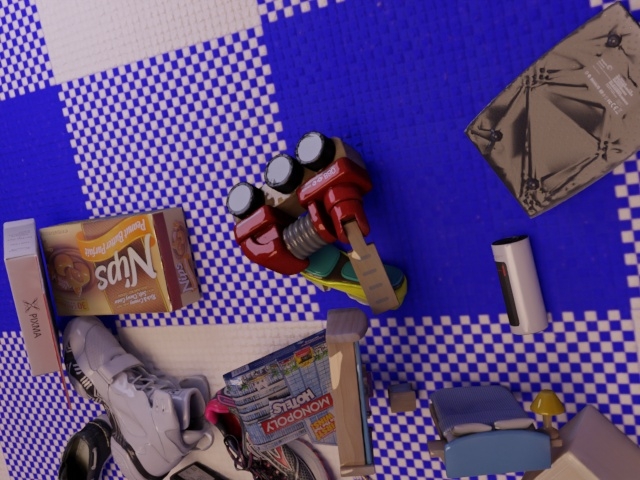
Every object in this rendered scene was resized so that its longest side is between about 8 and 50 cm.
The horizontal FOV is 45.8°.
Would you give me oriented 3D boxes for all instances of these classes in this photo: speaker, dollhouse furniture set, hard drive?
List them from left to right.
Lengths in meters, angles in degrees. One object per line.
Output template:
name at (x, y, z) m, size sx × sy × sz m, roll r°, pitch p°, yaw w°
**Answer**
dollhouse furniture set at (0.170, 0.188, 1.103) m, size 0.303 × 0.286 × 0.198 m, roll -5°, pitch 100°, yaw 3°
speaker at (0.285, 0.062, 1.081) m, size 0.055 × 0.055 × 0.136 m, roll -10°, pitch 99°, yaw 32°
hard drive at (0.333, -0.164, 0.988) m, size 0.254 × 0.054 × 0.172 m, roll -41°, pitch 81°, yaw 32°

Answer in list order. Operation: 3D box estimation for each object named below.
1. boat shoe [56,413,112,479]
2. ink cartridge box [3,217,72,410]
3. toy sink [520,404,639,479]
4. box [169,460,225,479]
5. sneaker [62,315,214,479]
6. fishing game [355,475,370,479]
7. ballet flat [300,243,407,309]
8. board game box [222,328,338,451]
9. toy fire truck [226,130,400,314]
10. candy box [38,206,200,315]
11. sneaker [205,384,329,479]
boat shoe at (-0.532, 0.505, 1.663) m, size 0.114 × 0.091 × 0.302 m, roll 33°, pitch 118°, yaw 19°
ink cartridge box at (-0.552, 0.147, 1.471) m, size 0.261 × 0.066 × 0.296 m, roll -125°, pitch 29°, yaw -51°
toy sink at (0.403, 0.374, 1.040) m, size 0.234 × 0.153 × 0.131 m, roll 43°, pitch 121°, yaw 13°
box at (-0.171, 0.610, 1.471) m, size 0.307 × 0.076 × 0.242 m, roll 22°, pitch 114°, yaw 31°
sneaker at (-0.346, 0.280, 1.472) m, size 0.210 × 0.137 × 0.366 m, roll -31°, pitch 83°, yaw 26°
fishing game at (0.038, 0.532, 1.366) m, size 0.189 × 0.041 × 0.264 m, roll 49°, pitch 122°, yaw 13°
ballet flat at (0.032, 0.057, 1.223) m, size 0.231 × 0.077 × 0.077 m, roll 18°, pitch 141°, yaw 24°
board game box at (-0.039, 0.280, 1.283) m, size 0.194 × 0.060 × 0.194 m, roll -24°, pitch 103°, yaw -7°
toy fire truck at (0.000, 0.000, 1.138) m, size 0.217 × 0.158 × 0.246 m, roll -33°, pitch 56°, yaw 22°
candy box at (-0.390, 0.045, 1.453) m, size 0.316 × 0.087 × 0.183 m, roll -5°, pitch 100°, yaw 31°
sneaker at (-0.098, 0.393, 1.358) m, size 0.299 × 0.112 × 0.121 m, roll 50°, pitch 122°, yaw 12°
